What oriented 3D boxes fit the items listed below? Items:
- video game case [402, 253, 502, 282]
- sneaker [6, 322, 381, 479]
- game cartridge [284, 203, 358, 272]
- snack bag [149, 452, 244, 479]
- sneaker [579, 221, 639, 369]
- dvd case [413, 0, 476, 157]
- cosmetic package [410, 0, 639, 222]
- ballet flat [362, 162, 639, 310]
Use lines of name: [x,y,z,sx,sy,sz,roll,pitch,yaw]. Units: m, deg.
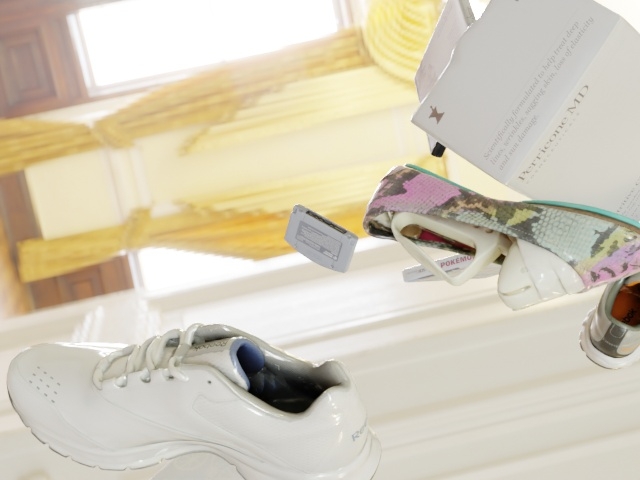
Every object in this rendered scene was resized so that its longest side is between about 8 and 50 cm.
video game case: [0.251,0.031,1.560,0.183,0.201,0.023,-18,-102,43]
sneaker: [-0.099,0.109,0.808,0.129,0.297,0.111,87,13,-45]
game cartridge: [0.000,0.000,1.195,0.017,0.083,0.056,-40,155,-52]
snack bag: [-0.126,0.346,1.224,0.323,0.342,0.037,12,-48,43]
sneaker: [0.428,0.039,1.361,0.272,0.100,0.108,-56,165,-22]
dvd case: [0.198,-0.267,1.656,0.253,0.022,0.180,-94,-157,-54]
cosmetic package: [0.301,-0.148,1.258,0.156,0.217,0.385,41,16,32]
ballet flat: [0.125,0.004,0.766,0.221,0.079,0.077,19,-25,34]
